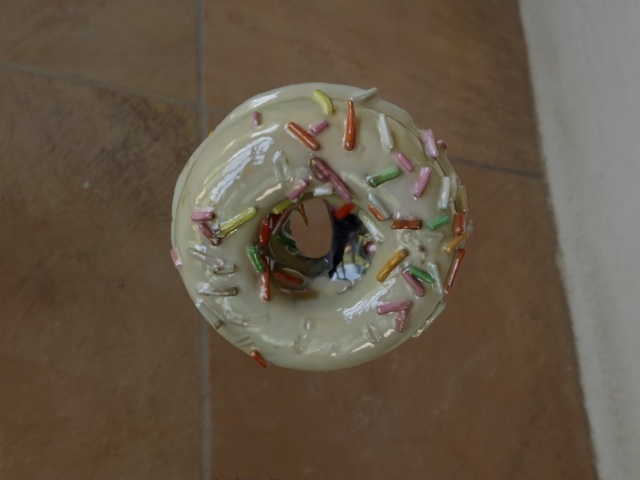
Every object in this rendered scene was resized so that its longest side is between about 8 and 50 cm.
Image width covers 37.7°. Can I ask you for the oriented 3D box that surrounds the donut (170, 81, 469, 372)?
[{"bbox_3d":[0.000,0.000,1.153,0.383,0.382,0.142,36,18,-14],"label":"donut"}]

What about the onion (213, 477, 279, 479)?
[{"bbox_3d":[-0.079,0.460,1.194,0.358,0.358,0.345,40,76,-11],"label":"onion"}]
